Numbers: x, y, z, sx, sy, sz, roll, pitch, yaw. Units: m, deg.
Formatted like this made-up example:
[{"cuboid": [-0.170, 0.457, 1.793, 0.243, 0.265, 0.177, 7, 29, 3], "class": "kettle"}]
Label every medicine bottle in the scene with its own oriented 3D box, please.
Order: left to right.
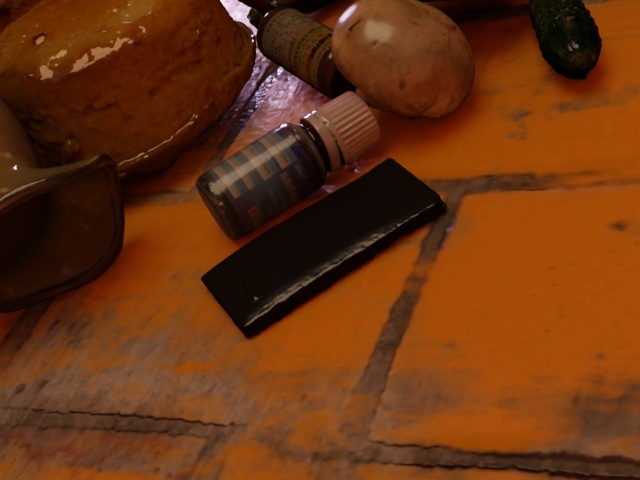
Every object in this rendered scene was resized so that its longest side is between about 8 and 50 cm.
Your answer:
[{"cuboid": [-0.033, -0.086, 1.216, 0.203, 0.083, 0.083, -35, 37, -11], "class": "medicine bottle"}]

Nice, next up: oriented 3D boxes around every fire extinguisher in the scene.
[{"cuboid": [-0.025, -0.238, 1.407, 0.075, 0.106, 0.252, -43, 47, -11], "class": "fire extinguisher"}]

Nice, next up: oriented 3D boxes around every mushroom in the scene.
[{"cuboid": [0.091, -0.199, 1.239, 0.166, 0.127, 0.166, 16, 29, -9], "class": "mushroom"}]

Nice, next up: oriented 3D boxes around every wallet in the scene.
[{"cuboid": [0.000, 0.000, 1.140, 0.244, 0.025, 0.124, -33, 36, -9], "class": "wallet"}]

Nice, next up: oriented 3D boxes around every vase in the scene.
[{"cuboid": [-0.422, -0.020, 1.213, 0.302, 0.241, 0.329, 28, 55, 24], "class": "vase"}]

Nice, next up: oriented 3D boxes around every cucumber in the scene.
[{"cuboid": [0.270, -0.246, 1.256, 0.069, 0.069, 0.227, -17, 33, 11], "class": "cucumber"}]

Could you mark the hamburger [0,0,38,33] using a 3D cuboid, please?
[{"cuboid": [-0.423, -0.422, 1.728, 0.445, 0.268, 0.287, -27, 32, 0], "class": "hamburger"}]

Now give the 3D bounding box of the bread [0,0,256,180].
[{"cuboid": [-0.273, -0.219, 1.429, 0.337, 0.204, 0.358, 3, 46, 40], "class": "bread"}]

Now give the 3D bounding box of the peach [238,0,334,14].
[{"cuboid": [-0.018, -0.488, 1.582, 0.306, 0.242, 0.380, -11, 38, 12], "class": "peach"}]
